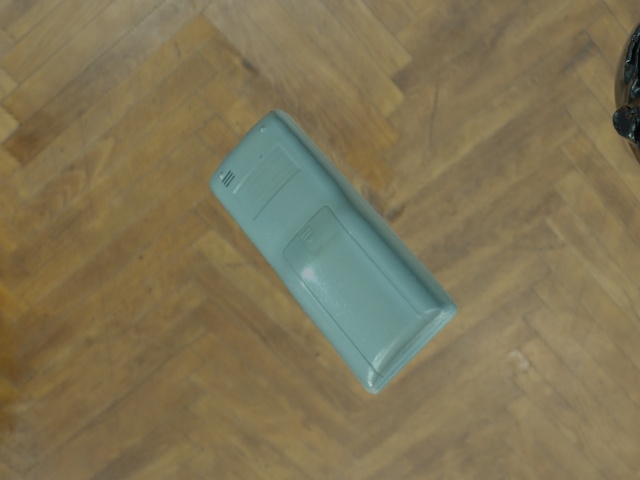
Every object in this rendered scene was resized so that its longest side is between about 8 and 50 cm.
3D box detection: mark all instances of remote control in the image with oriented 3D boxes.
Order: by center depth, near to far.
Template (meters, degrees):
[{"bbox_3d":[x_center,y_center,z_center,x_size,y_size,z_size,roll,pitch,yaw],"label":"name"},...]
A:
[{"bbox_3d":[0.000,0.000,0.555,0.061,0.162,0.029,-47,148,10],"label":"remote control"}]

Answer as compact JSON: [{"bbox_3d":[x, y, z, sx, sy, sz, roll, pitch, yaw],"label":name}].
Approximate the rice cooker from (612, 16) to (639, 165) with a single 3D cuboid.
[{"bbox_3d":[0.371,-0.115,0.871,0.224,0.267,0.267,18,117,-27],"label":"rice cooker"}]
